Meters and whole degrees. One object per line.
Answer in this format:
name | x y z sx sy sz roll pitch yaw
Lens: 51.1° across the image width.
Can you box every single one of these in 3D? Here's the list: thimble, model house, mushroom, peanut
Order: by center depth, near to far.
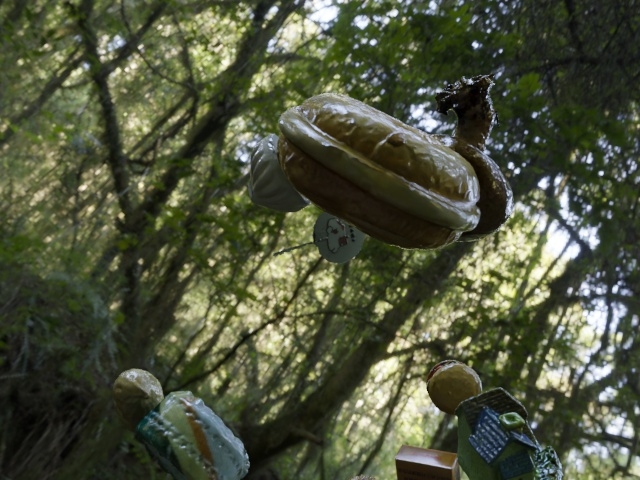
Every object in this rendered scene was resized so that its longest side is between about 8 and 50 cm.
model house | 0.391 0.417 1.393 0.195 0.214 0.189 -17 -71 -6
thimble | -0.319 0.522 1.686 0.288 0.167 0.254 46 -26 4
mushroom | 0.345 -0.183 1.698 0.334 0.356 0.331 44 -31 -21
peanut | -0.500 0.441 1.833 0.148 0.147 0.318 25 -30 11

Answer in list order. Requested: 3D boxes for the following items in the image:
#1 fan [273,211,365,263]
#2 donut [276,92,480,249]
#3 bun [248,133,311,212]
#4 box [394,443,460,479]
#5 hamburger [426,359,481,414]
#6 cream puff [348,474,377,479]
fan | 0.000 0.000 2.126 0.009 0.329 0.190 -162 -122 -66
donut | 0.109 -0.135 1.261 0.449 0.449 0.198 30 -76 4
bun | -0.151 -0.186 2.094 0.175 0.263 0.263 -31 -66 11
box | 0.319 0.742 1.953 0.174 0.076 0.274 2 -70 28
hamburger | 0.389 0.429 1.957 0.162 0.162 0.115 36 2 -3
cream puff | 0.119 0.677 1.715 0.103 0.126 0.143 -2 -87 37
